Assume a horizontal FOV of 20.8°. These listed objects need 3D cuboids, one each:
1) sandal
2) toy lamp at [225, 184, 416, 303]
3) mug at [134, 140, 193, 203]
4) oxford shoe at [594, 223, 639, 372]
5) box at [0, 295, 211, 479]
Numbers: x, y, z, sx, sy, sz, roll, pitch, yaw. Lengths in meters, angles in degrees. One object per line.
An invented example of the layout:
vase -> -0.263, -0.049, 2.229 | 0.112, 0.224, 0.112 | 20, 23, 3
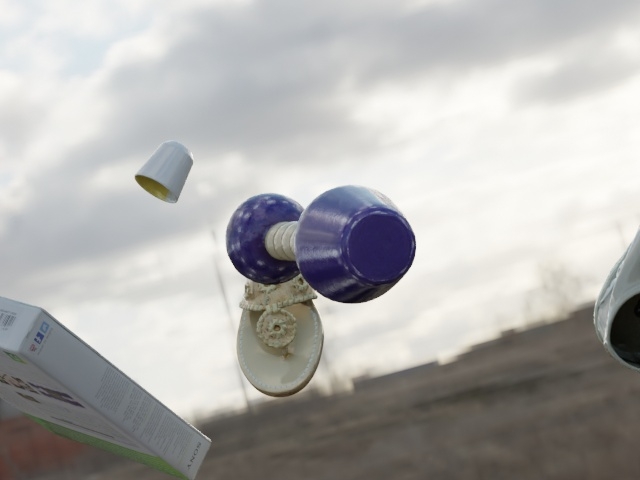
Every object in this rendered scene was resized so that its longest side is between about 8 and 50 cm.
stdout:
sandal -> -0.047, 0.038, 1.671 | 0.088, 0.079, 0.240 | -12, 40, 15
toy lamp -> 0.000, 0.000, 1.186 | 0.080, 0.080, 0.275 | -14, 6, -14
mug -> -0.197, -0.092, 2.189 | 0.078, 0.064, 0.062 | 19, -21, 29
oxford shoe -> 0.444, -0.023, 2.012 | 0.169, 0.449, 0.130 | 18, 29, -5
box -> -0.291, 0.146, 1.866 | 0.232, 0.058, 0.322 | 12, -24, 38
